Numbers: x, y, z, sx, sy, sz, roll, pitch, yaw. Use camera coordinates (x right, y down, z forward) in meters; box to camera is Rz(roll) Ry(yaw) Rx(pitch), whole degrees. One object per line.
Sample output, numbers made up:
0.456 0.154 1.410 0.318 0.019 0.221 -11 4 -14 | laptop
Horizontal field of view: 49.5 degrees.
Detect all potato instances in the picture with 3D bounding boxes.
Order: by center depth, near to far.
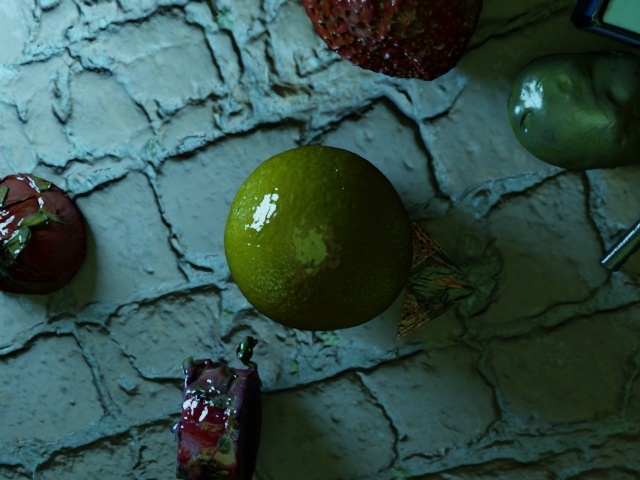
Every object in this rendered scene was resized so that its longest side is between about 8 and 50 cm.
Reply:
0.357 -0.176 0.944 0.200 0.137 0.155 6 76 10 | potato

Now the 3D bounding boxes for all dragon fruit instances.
-0.179 0.302 1.161 0.146 0.211 0.282 -1 79 5 | dragon fruit
-0.525 0.007 1.164 0.223 0.148 0.219 -10 104 14 | dragon fruit

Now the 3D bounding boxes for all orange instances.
0.000 0.000 0.996 0.274 0.274 0.274 3 106 11 | orange

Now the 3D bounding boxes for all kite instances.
0.192 0.074 1.111 0.125 0.008 0.222 10 107 8 | kite

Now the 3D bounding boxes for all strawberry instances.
0.111 -0.347 0.907 0.238 0.250 0.288 -45 119 -13 | strawberry

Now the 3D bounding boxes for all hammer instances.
0.507 -0.069 0.983 0.125 0.027 0.297 44 116 22 | hammer

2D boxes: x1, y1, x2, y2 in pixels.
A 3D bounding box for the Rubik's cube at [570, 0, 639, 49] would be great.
0.440 -0.328 0.863 0.180 0.167 0.184 22 110 4 | Rubik's cube
